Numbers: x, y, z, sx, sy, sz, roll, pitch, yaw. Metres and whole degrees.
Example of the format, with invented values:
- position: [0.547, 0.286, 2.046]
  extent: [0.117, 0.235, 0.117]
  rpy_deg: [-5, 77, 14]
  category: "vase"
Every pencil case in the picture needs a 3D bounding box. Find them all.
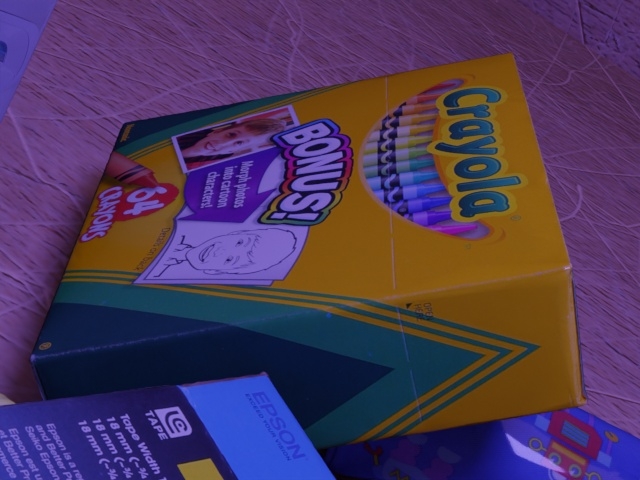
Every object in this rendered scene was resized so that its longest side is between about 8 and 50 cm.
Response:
- position: [0.147, 0.169, 0.999]
  extent: [0.306, 0.133, 0.119]
  rpy_deg: [29, 49, 2]
  category: "pencil case"

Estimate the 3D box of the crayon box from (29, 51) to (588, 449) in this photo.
- position: [0.000, 0.000, 0.982]
  extent: [0.313, 0.106, 0.363]
  rpy_deg: [-11, 26, 7]
  category: "crayon box"

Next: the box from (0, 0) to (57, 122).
- position: [-0.332, -0.151, 0.967]
  extent: [0.262, 0.231, 0.127]
  rpy_deg: [42, 27, 27]
  category: "box"

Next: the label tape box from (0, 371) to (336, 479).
- position: [-0.101, 0.195, 0.661]
  extent: [0.334, 0.106, 0.240]
  rpy_deg: [0, 48, -52]
  category: "label tape box"

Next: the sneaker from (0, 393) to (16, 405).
- position: [-0.270, 0.117, 0.731]
  extent: [0.126, 0.091, 0.240]
  rpy_deg: [24, 19, 35]
  category: "sneaker"
